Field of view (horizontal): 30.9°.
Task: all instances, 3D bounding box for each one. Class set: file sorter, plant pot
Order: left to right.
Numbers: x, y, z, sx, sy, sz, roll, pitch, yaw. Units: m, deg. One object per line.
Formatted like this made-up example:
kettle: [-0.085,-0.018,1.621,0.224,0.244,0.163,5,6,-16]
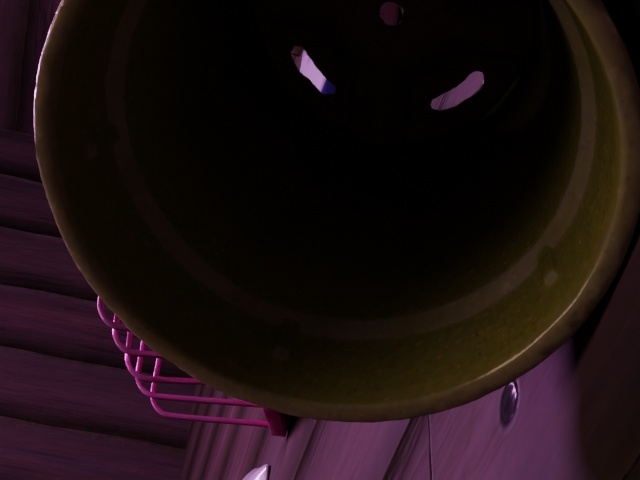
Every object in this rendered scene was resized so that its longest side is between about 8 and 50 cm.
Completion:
file sorter: [-0.127,0.075,1.330,0.290,0.182,0.202,82,-167,-61]
plant pot: [0.026,-0.088,0.624,0.254,0.276,0.276,-68,-5,-61]

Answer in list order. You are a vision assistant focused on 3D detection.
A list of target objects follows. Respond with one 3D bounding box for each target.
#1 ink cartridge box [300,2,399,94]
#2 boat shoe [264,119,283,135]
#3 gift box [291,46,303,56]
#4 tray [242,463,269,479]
ink cartridge box: [0.033,-0.287,1.425,0.324,0.072,0.330,115,163,-59]
boat shoe: [-0.013,-0.053,0.885,0.109,0.091,0.305,66,-164,7]
gift box: [-0.080,-0.409,1.542,0.258,0.255,0.276,-63,-2,8]
tray: [-0.112,0.428,1.510,0.145,0.030,0.270,125,156,-73]
